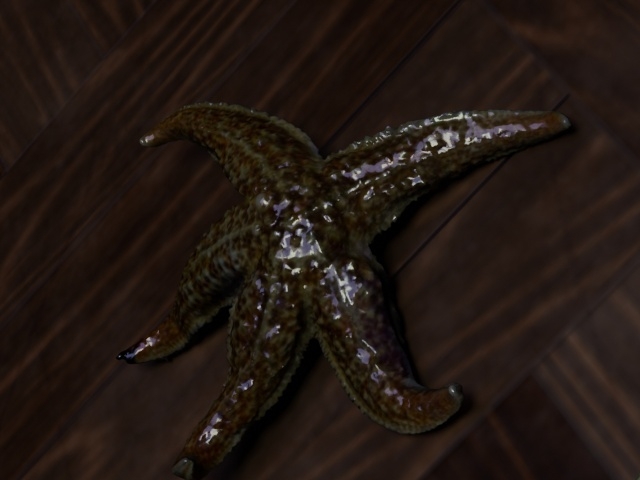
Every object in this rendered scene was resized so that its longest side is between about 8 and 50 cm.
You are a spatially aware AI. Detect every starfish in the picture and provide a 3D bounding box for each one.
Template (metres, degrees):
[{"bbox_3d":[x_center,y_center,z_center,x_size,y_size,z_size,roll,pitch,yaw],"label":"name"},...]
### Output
[{"bbox_3d":[-0.005,-0.002,0.713,0.238,0.057,0.213,-39,56,21],"label":"starfish"}]

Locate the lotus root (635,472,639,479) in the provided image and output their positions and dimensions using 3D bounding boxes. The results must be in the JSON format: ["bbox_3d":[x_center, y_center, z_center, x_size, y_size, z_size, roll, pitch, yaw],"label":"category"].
[{"bbox_3d":[0.187,0.163,0.406,0.267,0.149,0.260,33,89,38],"label":"lotus root"}]
